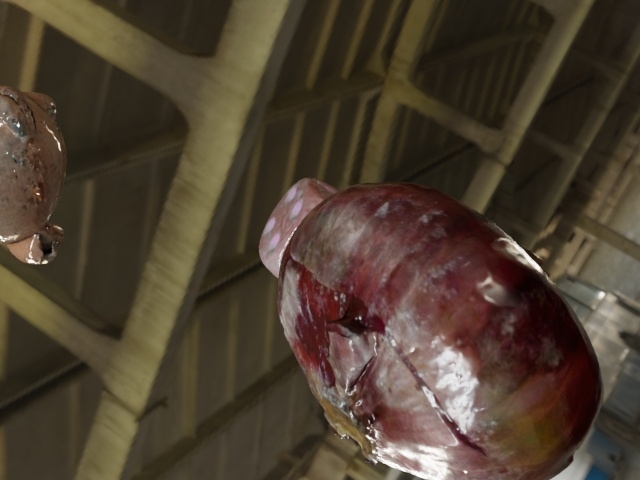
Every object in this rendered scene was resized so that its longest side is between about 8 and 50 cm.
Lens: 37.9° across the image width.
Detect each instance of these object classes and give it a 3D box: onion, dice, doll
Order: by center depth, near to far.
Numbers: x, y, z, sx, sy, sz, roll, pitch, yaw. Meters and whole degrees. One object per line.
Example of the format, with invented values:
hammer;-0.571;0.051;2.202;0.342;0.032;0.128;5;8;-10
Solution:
onion;0.053;0.023;0.463;0.151;0.206;0.098;-36;-54;-24
dice;0.000;0.000;0.924;0.093;0.094;0.091;-54;22;14
doll;-0.371;-0.118;0.966;0.156;0.303;0.201;-38;-32;-40
